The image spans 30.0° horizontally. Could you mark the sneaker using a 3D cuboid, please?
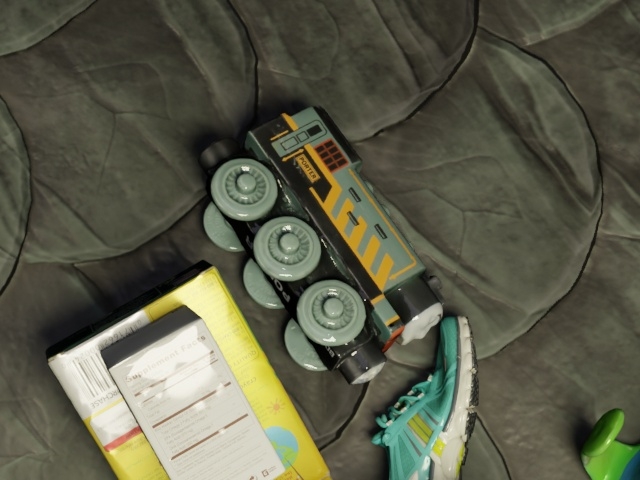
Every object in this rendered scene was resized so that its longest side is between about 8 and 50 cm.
[{"bbox_3d":[0.114,0.208,1.332,0.110,0.107,0.275,13,72,13],"label":"sneaker"}]

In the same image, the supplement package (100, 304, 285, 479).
[{"bbox_3d":[-0.129,0.170,1.193,0.105,0.105,0.179,-29,101,-11],"label":"supplement package"}]

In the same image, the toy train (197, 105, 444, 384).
[{"bbox_3d":[0.000,0.000,1.382,0.190,0.142,0.334,-30,75,-20],"label":"toy train"}]

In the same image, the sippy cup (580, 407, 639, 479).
[{"bbox_3d":[0.435,0.292,1.243,0.305,0.224,0.240,-2,72,-2],"label":"sippy cup"}]

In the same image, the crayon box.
[{"bbox_3d":[-0.131,0.208,1.292,0.202,0.081,0.318,-30,101,-11],"label":"crayon box"}]
